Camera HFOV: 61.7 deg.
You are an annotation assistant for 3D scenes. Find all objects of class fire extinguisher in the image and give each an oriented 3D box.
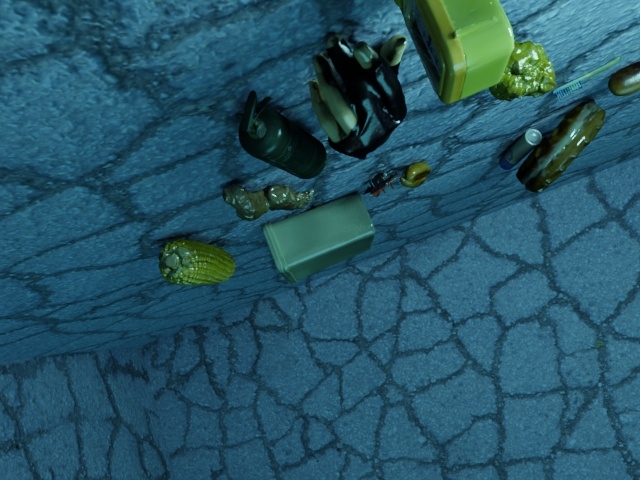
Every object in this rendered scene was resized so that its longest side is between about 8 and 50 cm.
[{"bbox_3d":[-0.078,-0.198,1.050,0.115,0.095,0.311,-58,160,9],"label":"fire extinguisher"}]

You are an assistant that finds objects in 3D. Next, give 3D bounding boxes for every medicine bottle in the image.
[{"bbox_3d":[0.688,-0.311,1.855,0.059,0.059,0.231,-18,168,-8],"label":"medicine bottle"}]

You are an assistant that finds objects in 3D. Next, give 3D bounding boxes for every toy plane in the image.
[{"bbox_3d":[0.176,-0.168,1.636,0.130,0.061,0.189,-25,-179,27],"label":"toy plane"}]

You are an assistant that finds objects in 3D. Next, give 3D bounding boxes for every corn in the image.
[{"bbox_3d":[-0.383,0.075,1.687,0.143,0.144,0.387,-21,171,7],"label":"corn"}]

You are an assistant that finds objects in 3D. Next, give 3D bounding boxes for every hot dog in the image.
[{"bbox_3d":[0.299,-0.210,1.677,0.140,0.060,0.090,-20,147,-40],"label":"hot dog"}]

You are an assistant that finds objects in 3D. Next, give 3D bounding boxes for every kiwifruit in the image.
[{"bbox_3d":[0.858,-0.445,1.476,0.124,0.075,0.075,-28,167,16],"label":"kiwifruit"}]

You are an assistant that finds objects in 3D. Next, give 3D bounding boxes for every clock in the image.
[{"bbox_3d":[0.167,-0.298,0.706,0.096,0.203,0.143,-22,168,3],"label":"clock"}]

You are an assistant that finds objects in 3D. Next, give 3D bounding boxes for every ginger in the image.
[{"bbox_3d":[-0.137,-0.102,1.400,0.122,0.084,0.290,-20,170,39],"label":"ginger"}]

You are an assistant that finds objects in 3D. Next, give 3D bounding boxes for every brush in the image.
[{"bbox_3d":[0.711,-0.430,1.429,0.178,0.030,0.033,-25,157,27],"label":"brush"}]

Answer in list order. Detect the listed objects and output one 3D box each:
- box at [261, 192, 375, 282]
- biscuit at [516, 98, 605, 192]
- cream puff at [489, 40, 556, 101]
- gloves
[{"bbox_3d":[0.000,0.000,1.878,0.343,0.178,0.352,-20,168,-2],"label":"box"},{"bbox_3d":[0.770,-0.287,1.774,0.268,0.115,0.366,-47,170,-16],"label":"biscuit"},{"bbox_3d":[0.413,-0.343,1.127,0.146,0.116,0.146,-22,170,-4],"label":"cream puff"},{"bbox_3d":[0.080,-0.257,0.954,0.197,0.152,0.301,-46,153,-3],"label":"gloves"}]
